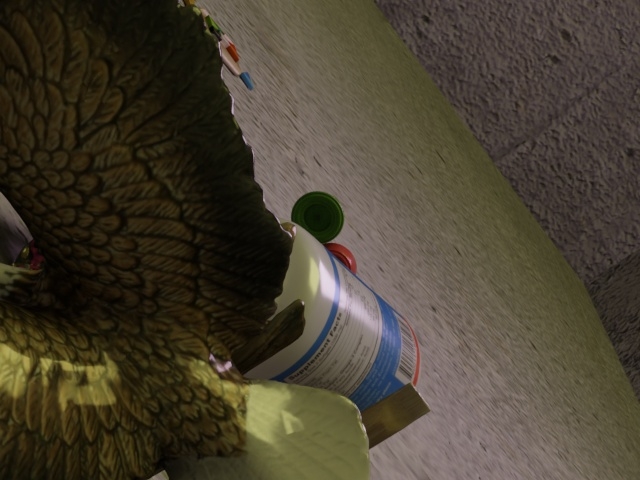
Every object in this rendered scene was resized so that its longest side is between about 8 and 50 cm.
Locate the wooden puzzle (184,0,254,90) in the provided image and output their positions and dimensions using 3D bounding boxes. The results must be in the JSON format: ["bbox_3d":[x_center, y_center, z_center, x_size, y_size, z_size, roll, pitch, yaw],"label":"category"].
[{"bbox_3d":[-0.113,-0.226,1.807,0.116,0.014,0.078,48,15,-36],"label":"wooden puzzle"}]

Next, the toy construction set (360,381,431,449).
[{"bbox_3d":[0.114,0.226,0.977,0.308,0.237,0.257,58,12,11],"label":"toy construction set"}]

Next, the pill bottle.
[{"bbox_3d":[-0.029,0.058,1.136,0.221,0.124,0.124,42,19,-48],"label":"pill bottle"}]

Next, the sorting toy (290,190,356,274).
[{"bbox_3d":[0.000,0.000,1.548,0.042,0.061,0.102,-62,141,-77],"label":"sorting toy"}]

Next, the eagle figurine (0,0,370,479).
[{"bbox_3d":[-0.122,0.027,0.735,0.298,0.225,0.226,57,21,-53],"label":"eagle figurine"}]

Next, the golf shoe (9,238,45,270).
[{"bbox_3d":[-0.140,0.022,0.926,0.186,0.068,0.086,-81,-179,-47],"label":"golf shoe"}]
